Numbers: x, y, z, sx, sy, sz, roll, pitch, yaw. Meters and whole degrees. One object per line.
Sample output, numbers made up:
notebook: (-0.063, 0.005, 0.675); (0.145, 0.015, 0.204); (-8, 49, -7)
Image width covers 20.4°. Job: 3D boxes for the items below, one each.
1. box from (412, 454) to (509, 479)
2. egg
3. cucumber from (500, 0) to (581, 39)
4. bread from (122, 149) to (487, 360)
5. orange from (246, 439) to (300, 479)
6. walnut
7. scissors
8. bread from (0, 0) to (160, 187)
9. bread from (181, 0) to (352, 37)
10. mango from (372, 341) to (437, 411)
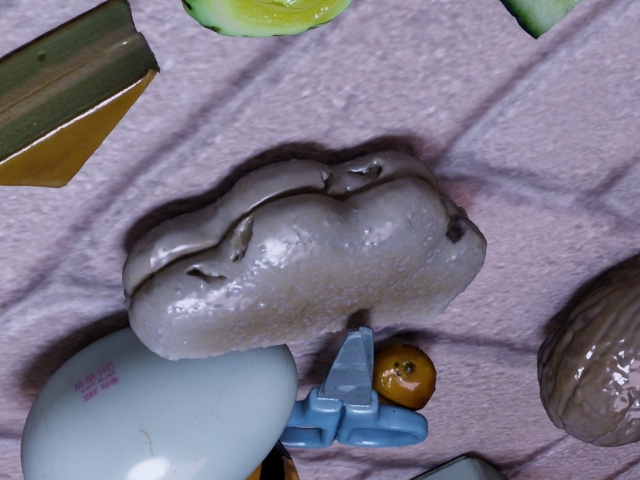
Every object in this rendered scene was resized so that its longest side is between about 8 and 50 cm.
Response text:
box: (0.141, 0.410, 2.273); (0.290, 0.166, 0.220); (-28, 153, 13)
egg: (-0.143, 0.162, 1.598); (0.264, 0.183, 0.183); (-28, 153, -4)
cucumber: (0.169, -0.216, 1.274); (0.116, 0.062, 0.115); (-37, 152, 12)
bread: (0.001, 0.006, 1.508); (0.337, 0.102, 0.183); (-8, 150, -28)
orange: (-0.131, 0.267, 1.791); (0.234, 0.182, 0.234); (-12, 145, -8)
walnut: (0.328, 0.120, 1.898); (0.178, 0.178, 0.230); (-1, 135, -35)
scissors: (0.025, 0.147, 1.727); (0.192, 0.029, 0.447); (2, 162, -2)
bread: (-0.185, -0.102, 1.205); (0.084, 0.074, 0.139); (2, 146, -43)
bread: (-0.032, -0.188, 1.163); (0.139, 0.071, 0.130); (-2, 144, -31)
mango: (0.084, 0.144, 1.862); (0.077, 0.063, 0.127); (4, 160, 9)
